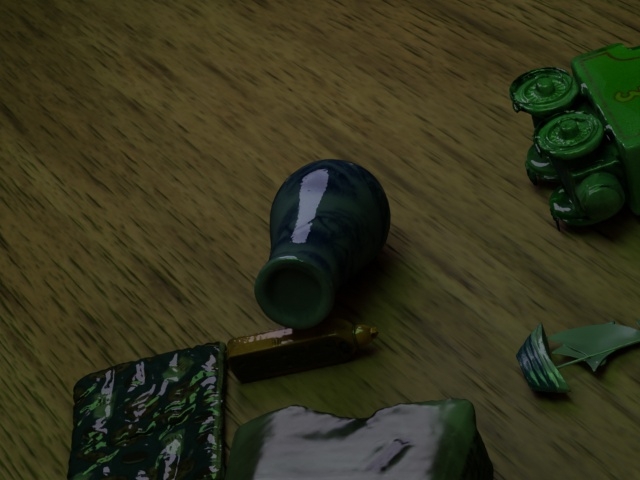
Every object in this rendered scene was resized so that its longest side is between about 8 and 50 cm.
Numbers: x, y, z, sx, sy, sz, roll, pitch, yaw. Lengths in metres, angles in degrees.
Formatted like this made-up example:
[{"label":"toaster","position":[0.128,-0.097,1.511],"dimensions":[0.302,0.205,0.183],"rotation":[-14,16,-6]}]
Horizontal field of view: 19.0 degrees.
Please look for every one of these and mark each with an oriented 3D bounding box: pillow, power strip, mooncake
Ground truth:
[{"label":"pillow","position":[-0.189,0.209,2.071],"dimensions":[0.189,0.034,0.256],"rotation":[-19,35,10]},{"label":"power strip","position":[-0.021,0.117,2.081],"dimensions":[0.178,0.049,0.028],"rotation":[-13,40,15]},{"label":"mooncake","position":[0.027,0.265,1.767],"dimensions":[0.250,0.136,0.254],"rotation":[-8,31,19]}]

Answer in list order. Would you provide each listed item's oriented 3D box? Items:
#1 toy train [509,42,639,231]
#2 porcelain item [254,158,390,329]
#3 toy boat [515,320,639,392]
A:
[{"label":"toy train","position":[0.322,-0.119,2.140],"dimensions":[0.188,0.132,0.243],"rotation":[-18,36,-1]},{"label":"porcelain item","position":[0.000,0.000,2.134],"dimensions":[0.141,0.141,0.259],"rotation":[-10,26,19]},{"label":"toy boat","position":[0.263,0.102,1.944],"dimensions":[0.149,0.034,0.105],"rotation":[-34,37,-15]}]
